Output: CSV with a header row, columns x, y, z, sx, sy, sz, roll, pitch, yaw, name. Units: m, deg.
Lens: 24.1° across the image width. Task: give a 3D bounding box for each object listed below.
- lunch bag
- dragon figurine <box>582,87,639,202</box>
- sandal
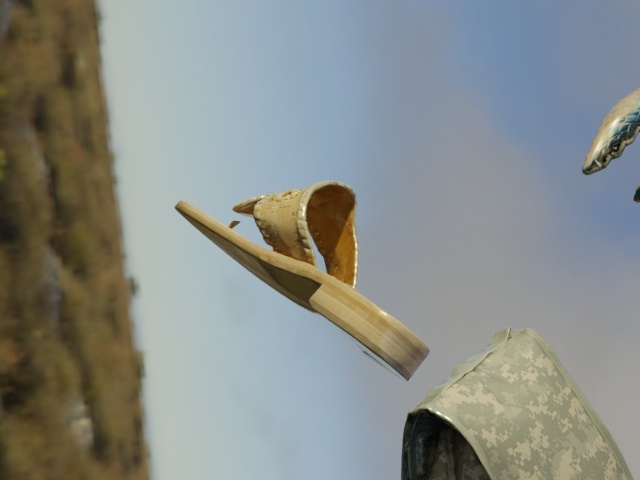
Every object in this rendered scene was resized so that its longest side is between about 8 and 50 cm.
x,y,z,sx,sy,sz,roll,pitch,yaw,name
0.231,0.273,1.841,0.169,0.235,0.287,-21,-83,46,lunch bag
0.205,-0.002,0.571,0.144,0.085,0.289,43,11,27,dragon figurine
0.004,0.003,0.938,0.088,0.079,0.240,43,-7,-40,sandal
